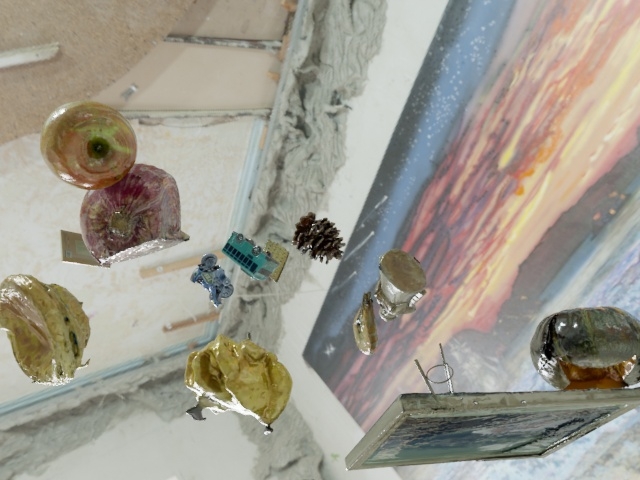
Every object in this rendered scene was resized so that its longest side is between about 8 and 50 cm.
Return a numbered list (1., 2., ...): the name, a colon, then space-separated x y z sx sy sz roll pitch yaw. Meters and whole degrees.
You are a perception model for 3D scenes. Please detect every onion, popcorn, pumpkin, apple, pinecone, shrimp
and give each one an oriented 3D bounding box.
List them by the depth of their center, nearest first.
1. shrimp: 0.070 0.136 0.773 0.023 0.059 0.108 -7 -85 -31
2. apple: -0.508 -0.210 1.029 0.196 0.196 0.195 -31 -34 -23
3. onion: -0.480 -0.072 1.197 0.256 0.230 0.272 -20 5 -20
4. pumpkin: 0.762 0.313 1.332 0.321 0.192 0.320 5 -43 5
5. popcorn: -0.238 0.398 1.372 0.316 0.280 0.297 18 -35 -11
6. pinecone: 0.002 -0.002 1.812 0.168 0.213 0.185 -63 -23 -13

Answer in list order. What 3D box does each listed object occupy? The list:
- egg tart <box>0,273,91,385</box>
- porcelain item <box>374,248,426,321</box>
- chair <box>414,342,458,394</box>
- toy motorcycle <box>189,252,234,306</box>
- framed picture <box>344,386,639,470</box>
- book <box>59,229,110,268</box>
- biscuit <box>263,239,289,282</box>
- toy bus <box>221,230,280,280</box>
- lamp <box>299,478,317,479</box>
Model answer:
1. egg tart: -0.857 0.269 1.471 0.169 0.388 0.387 -32 -28 -55
2. porcelain item: 0.119 0.087 0.752 0.054 0.084 0.213 -34 -22 -13
3. chair: 0.358 0.426 1.386 0.095 0.104 0.221 -20 -71 14
4. toy motorcycle: -0.442 0.165 1.904 0.136 0.092 0.254 -31 -50 -13
5. framed picture: 0.224 0.260 0.637 0.335 0.022 0.247 3 -40 -14
6. book: -0.803 0.031 1.605 0.012 0.118 0.172 -27 -24 26
7. biscuit: -0.208 0.078 2.074 0.016 0.203 0.144 -26 -60 33
8. toy bus: -0.206 0.049 1.380 0.091 0.160 0.079 -56 -28 -1
9. lamp: -0.015 0.755 1.288 0.244 0.197 0.198 -33 -21 33
